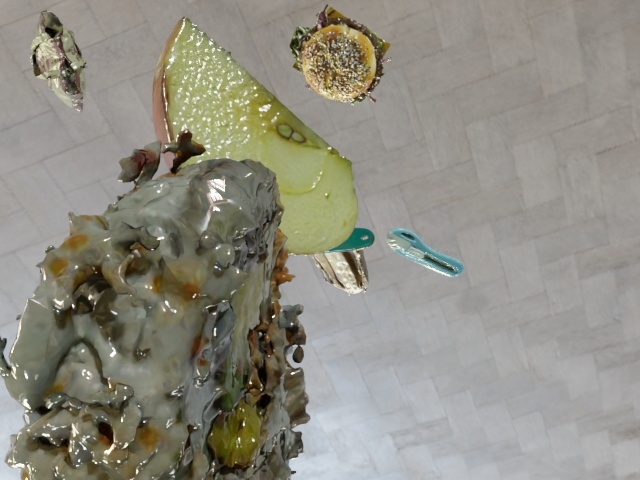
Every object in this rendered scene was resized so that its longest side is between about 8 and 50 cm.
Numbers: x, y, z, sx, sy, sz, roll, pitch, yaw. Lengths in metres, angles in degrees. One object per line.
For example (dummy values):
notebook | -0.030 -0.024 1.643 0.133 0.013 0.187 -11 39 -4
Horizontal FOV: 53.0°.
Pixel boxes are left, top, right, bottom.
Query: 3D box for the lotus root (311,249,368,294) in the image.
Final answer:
lotus root | 0.027 -0.020 1.475 0.167 0.078 0.329 -6 121 45

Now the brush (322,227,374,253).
brush | 0.000 0.000 1.083 0.194 0.032 0.043 -4 96 18

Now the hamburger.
hamburger | 0.029 -0.331 1.180 0.190 0.093 0.164 23 121 6

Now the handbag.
handbag | -0.639 -0.431 1.571 0.127 0.235 0.212 -23 99 -16

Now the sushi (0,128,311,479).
sushi | -0.116 0.098 0.614 0.176 0.417 0.417 4 124 12

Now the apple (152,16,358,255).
apple | -0.101 -0.117 0.869 0.346 0.254 0.179 40 102 -25

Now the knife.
knife | 0.247 0.032 1.505 0.222 0.031 0.064 26 118 -21
